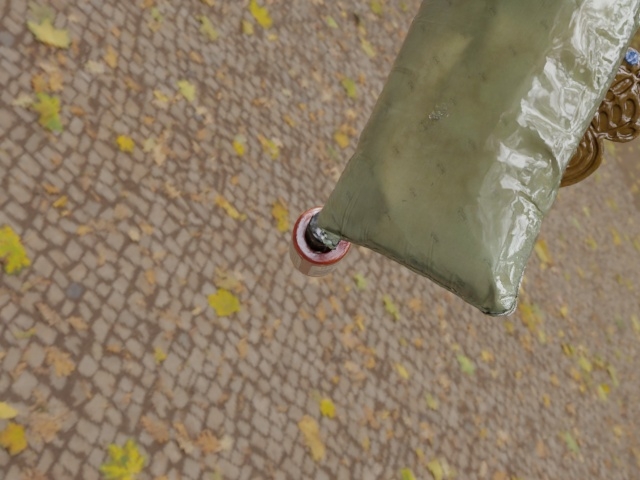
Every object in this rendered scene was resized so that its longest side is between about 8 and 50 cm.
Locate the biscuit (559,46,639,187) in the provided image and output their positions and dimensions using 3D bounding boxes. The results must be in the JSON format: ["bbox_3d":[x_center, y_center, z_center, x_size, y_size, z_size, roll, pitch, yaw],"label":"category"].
[{"bbox_3d":[0.261,-0.128,0.876,0.124,0.175,0.026,50,23,-6],"label":"biscuit"}]

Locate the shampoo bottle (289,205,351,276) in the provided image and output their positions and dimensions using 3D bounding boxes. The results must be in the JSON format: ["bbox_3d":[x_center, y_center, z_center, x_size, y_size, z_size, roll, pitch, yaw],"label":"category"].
[{"bbox_3d":[0.000,0.000,1.496,0.104,0.104,0.278,62,-7,6],"label":"shampoo bottle"}]

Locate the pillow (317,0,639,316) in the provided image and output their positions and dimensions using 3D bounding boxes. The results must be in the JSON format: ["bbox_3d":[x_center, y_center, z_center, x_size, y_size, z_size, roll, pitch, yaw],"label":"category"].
[{"bbox_3d":[0.123,-0.103,0.632,0.185,0.302,0.075,28,4,35],"label":"pillow"}]
